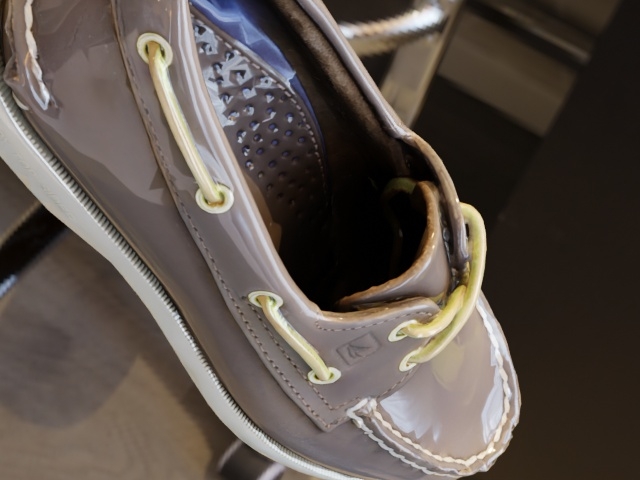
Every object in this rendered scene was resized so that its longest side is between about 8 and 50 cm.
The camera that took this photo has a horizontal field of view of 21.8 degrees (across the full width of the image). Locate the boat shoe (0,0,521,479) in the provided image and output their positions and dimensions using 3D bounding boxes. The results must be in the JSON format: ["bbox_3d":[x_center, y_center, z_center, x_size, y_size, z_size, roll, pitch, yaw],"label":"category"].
[{"bbox_3d":[0.000,0.000,0.608,0.097,0.324,0.116,2,55,39],"label":"boat shoe"}]
